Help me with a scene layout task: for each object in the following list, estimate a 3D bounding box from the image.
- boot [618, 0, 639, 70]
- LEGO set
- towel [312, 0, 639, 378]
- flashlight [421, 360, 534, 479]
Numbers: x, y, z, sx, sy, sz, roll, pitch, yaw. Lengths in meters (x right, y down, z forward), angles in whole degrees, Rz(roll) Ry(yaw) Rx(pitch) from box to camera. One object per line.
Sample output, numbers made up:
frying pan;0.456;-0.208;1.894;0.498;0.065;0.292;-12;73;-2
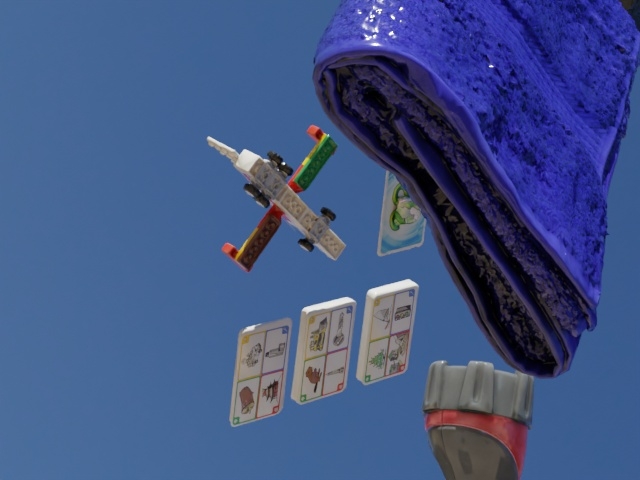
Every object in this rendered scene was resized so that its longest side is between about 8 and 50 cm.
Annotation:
boot;0.205;-0.251;1.378;0.207;0.094;0.246;36;-82;32
LEGO set;0.000;0.000;1.236;0.060;0.182;0.244;27;-60;42
towel;0.106;-0.101;0.949;0.076;0.308;0.227;-21;-60;28
flashlight;0.123;0.260;1.460;0.103;0.304;0.103;8;-16;5
